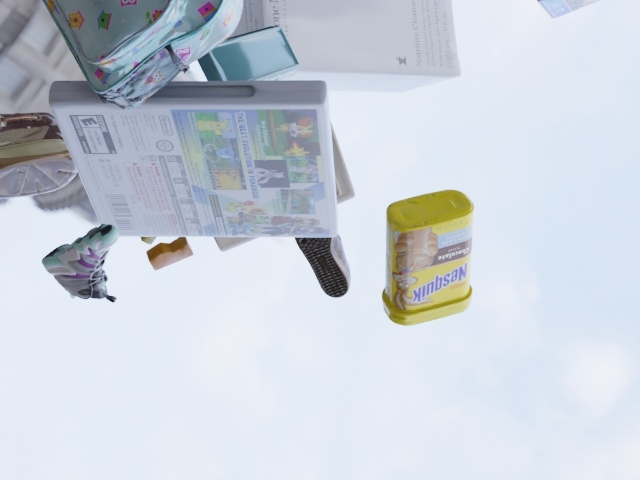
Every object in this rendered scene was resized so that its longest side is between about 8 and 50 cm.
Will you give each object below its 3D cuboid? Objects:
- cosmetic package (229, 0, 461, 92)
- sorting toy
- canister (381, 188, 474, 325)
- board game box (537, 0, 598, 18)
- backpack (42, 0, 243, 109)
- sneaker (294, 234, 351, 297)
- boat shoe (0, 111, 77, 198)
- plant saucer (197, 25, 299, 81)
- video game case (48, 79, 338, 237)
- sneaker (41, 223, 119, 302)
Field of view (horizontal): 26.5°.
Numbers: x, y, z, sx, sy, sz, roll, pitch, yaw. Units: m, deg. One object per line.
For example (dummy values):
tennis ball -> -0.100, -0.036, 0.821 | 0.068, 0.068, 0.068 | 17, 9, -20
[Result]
cosmetic package -> 0.020, -0.347, 2.118 | 0.156, 0.385, 0.217 | -9, -93, 52
sorting toy -> -0.115, -0.070, 1.880 | 0.307, 0.229, 0.041 | -23, -125, -1
canister -> 0.146, 0.022, 1.846 | 0.126, 0.170, 0.073 | -14, -141, -15
board game box -> 0.376, -0.444, 1.685 | 0.291, 0.141, 0.232 | -21, -96, 16
backpack -> -0.179, -0.250, 1.388 | 0.188, 0.144, 0.166 | -29, -105, 0
sneaker -> 0.000, 0.000, 2.165 | 0.066, 0.188, 0.071 | -12, -154, 9
boat shoe -> -0.496, -0.124, 1.813 | 0.123, 0.342, 0.123 | -55, -128, 49
plant saucer -> -0.082, -0.212, 1.590 | 0.018, 0.067, 0.192 | -25, -177, 32
video game case -> -0.134, -0.088, 1.588 | 0.299, 0.329, 0.036 | 0, -116, 3
sneaker -> -0.203, 0.027, 1.240 | 0.098, 0.069, 0.038 | -21, -163, 42
